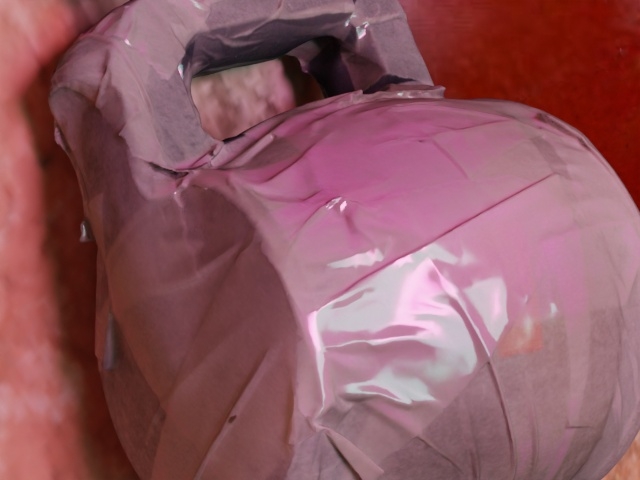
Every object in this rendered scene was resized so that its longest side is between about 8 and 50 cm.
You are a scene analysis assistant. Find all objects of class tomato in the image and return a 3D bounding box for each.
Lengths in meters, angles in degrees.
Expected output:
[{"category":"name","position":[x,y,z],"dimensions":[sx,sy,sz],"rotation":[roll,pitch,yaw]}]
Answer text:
[{"category":"tomato","position":[0.166,-0.114,0.611],"dimensions":[0.309,0.170,0.309],"rotation":[0,89,-49]}]

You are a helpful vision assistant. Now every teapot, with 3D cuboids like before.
[{"category":"teapot","position":[0.010,0.002,0.448],"dimensions":[0.178,0.163,0.222],"rotation":[-6,94,-43]}]
